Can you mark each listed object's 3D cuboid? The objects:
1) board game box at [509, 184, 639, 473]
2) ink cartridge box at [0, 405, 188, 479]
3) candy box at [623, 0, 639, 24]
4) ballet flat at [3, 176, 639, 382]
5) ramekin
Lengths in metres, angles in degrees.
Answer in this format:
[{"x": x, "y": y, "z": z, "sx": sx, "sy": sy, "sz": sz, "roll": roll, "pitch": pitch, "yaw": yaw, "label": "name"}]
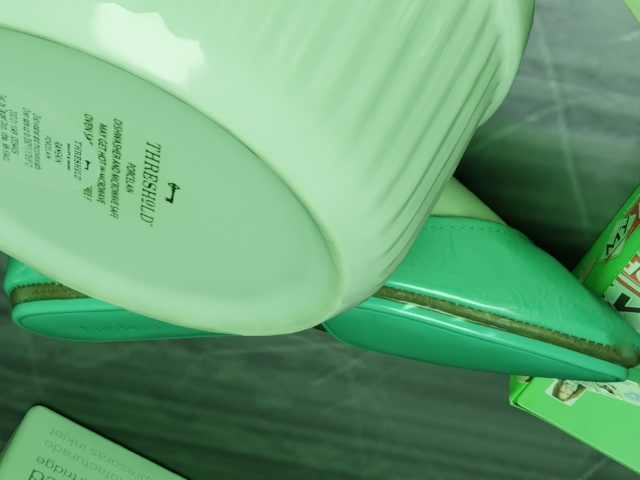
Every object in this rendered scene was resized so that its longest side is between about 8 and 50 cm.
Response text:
[{"x": 0.264, "y": 0.054, "z": 0.613, "sx": 0.317, "sy": 0.046, "sz": 0.213, "roll": 30, "pitch": 119, "yaw": -8, "label": "board game box"}, {"x": -0.084, "y": 0.225, "z": 0.618, "sx": 0.207, "sy": 0.283, "sz": 0.117, "roll": 29, "pitch": 118, "yaw": -8, "label": "ink cartridge box"}, {"x": 0.141, "y": -0.116, "z": 0.471, "sx": 0.027, "sy": 0.206, "sz": 0.105, "roll": -48, "pitch": 109, "yaw": -18, "label": "candy box"}, {"x": 0.000, "y": 0.000, "z": 0.596, "sx": 0.247, "sy": 0.083, "sz": 0.087, "roll": 4, "pitch": 75, "yaw": 13, "label": "ballet flat"}, {"x": -0.048, "y": -0.058, "z": 0.484, "sx": 0.207, "sy": 0.109, "sz": 0.207, "roll": 19, "pitch": 155, "yaw": 9, "label": "ramekin"}]
